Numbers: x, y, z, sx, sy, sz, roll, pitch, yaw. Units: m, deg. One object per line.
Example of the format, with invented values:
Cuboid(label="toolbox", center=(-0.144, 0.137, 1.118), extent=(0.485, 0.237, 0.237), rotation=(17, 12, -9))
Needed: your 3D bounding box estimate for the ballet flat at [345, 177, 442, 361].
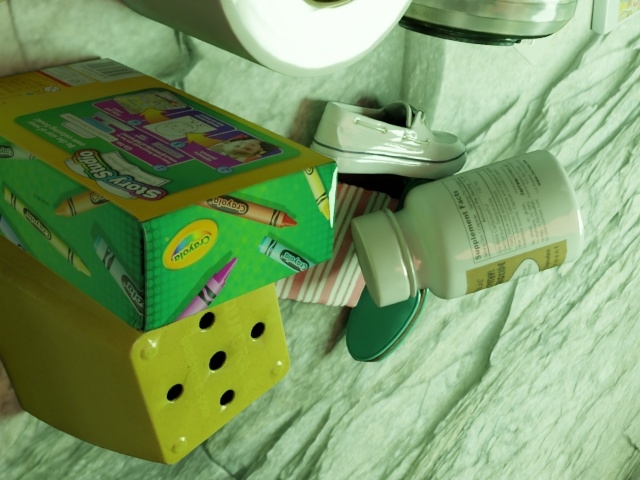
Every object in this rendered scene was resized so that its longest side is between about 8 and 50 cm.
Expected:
Cuboid(label="ballet flat", center=(0.108, 0.037, 1.261), extent=(0.087, 0.083, 0.247), rotation=(-5, 119, -63))

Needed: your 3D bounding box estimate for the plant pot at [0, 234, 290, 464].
Cuboid(label="plant pot", center=(-0.147, 0.063, 0.892), extent=(0.212, 0.187, 0.212), rotation=(-35, 135, -29))

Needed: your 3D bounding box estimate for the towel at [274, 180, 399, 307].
Cuboid(label="towel", center=(0.000, 0.000, 1.156), extent=(0.197, 0.029, 0.144), rotation=(12, 104, -49))

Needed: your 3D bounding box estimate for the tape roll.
Cuboid(label="tape roll", center=(-0.043, -0.267, 0.820), extent=(0.246, 0.169, 0.246), rotation=(-28, 132, -35))

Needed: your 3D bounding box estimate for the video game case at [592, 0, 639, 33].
Cuboid(label="video game case", center=(0.448, -0.413, 1.407), extent=(0.227, 0.026, 0.206), rotation=(-33, 135, -32))

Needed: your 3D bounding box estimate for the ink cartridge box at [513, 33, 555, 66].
Cuboid(label="ink cartridge box", center=(0.249, -0.316, 1.206), extent=(0.115, 0.067, 0.198), rotation=(26, 91, -52))

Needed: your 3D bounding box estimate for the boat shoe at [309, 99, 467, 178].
Cuboid(label="boat shoe", center=(0.088, -0.114, 1.134), extent=(0.226, 0.083, 0.075), rotation=(-7, 119, -46))

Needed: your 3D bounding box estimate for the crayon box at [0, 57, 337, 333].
Cuboid(label="crayon box", center=(-0.143, -0.048, 0.751), extent=(0.165, 0.278, 0.081), rotation=(-21, 126, -40))

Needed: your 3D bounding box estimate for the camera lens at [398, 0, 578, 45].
Cuboid(label="camera lens", center=(0.151, -0.331, 0.958), extent=(0.219, 0.219, 0.274), rotation=(-15, 123, -44))

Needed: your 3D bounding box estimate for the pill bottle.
Cuboid(label="pill bottle", center=(0.156, -0.008, 1.137), extent=(0.229, 0.131, 0.131), rotation=(-17, 131, -5))
